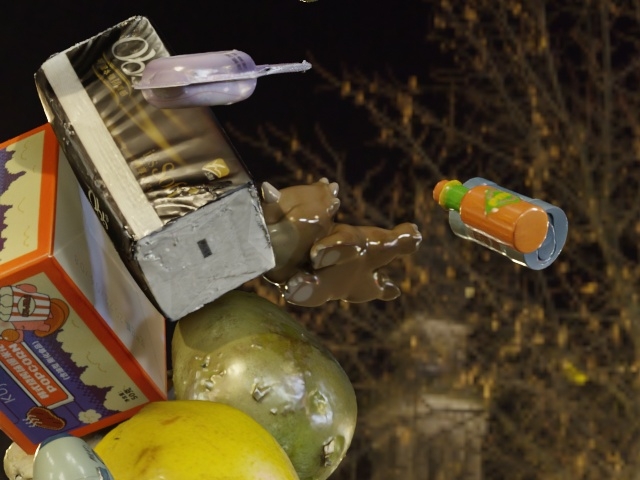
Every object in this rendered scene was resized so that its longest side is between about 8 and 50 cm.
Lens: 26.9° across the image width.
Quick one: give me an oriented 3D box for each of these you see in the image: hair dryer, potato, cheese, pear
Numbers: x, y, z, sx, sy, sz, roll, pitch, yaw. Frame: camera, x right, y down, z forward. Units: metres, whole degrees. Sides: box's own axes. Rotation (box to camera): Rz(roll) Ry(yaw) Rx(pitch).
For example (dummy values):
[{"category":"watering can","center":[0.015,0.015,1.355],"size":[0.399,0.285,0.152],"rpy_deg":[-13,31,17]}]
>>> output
[{"category":"hair dryer","center":[-0.133,0.243,1.042],"size":[0.199,0.167,0.067],"rpy_deg":[30,-66,-35]},{"category":"potato","center":[-0.085,0.203,1.859],"size":[0.219,0.359,0.270],"rpy_deg":[-43,-66,5]},{"category":"cheese","center":[-0.085,-0.134,1.093],"size":[0.105,0.042,0.191],"rpy_deg":[0,12,26]},{"category":"pear","center":[-0.128,0.339,1.538],"size":[0.336,0.285,0.285],"rpy_deg":[39,-36,-13]}]

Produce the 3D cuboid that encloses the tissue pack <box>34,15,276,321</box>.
[{"category":"tissue pack","center":[-0.222,-0.096,1.785],"size":[0.198,0.370,0.210],"rpy_deg":[-25,-34,-11]}]

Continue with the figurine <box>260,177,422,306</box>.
[{"category":"figurine","center":[-0.002,-0.003,1.973],"size":[0.247,0.173,0.177],"rpy_deg":[-10,-43,-32]}]

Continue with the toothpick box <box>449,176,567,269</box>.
[{"category":"toothpick box","center":[0.282,-0.026,2.013],"size":[0.153,0.101,0.101],"rpy_deg":[25,-6,44]}]

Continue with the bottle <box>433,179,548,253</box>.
[{"category":"bottle","center":[0.223,-0.041,1.816],"size":[0.069,0.069,0.187],"rpy_deg":[29,-2,-41]}]

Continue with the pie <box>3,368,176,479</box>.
[{"category":"pie","center":[-0.366,0.301,2.129],"size":[0.338,0.337,0.075],"rpy_deg":[-14,-66,32]}]

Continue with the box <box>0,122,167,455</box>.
[{"category":"box","center":[-0.419,0.073,1.994],"size":[0.257,0.318,0.348],"rpy_deg":[-21,-48,12]}]
